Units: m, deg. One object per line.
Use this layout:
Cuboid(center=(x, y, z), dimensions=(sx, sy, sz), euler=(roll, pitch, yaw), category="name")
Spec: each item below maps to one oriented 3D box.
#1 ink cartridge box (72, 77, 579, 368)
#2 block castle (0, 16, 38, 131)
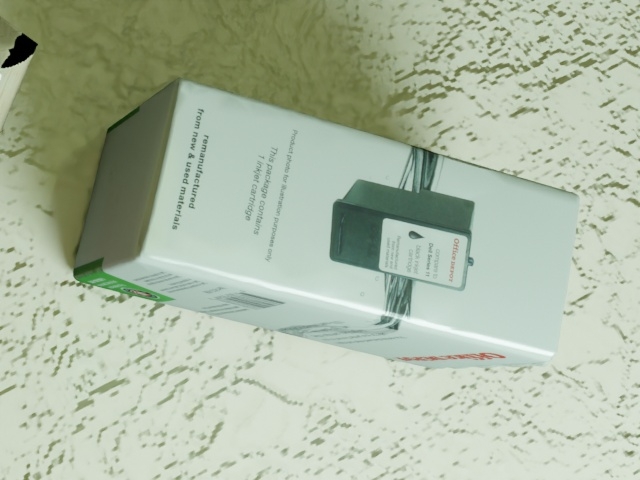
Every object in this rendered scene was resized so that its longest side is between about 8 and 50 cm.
Cuboid(center=(0.000, 0.000, 0.731), dimensions=(0.208, 0.153, 0.087), euler=(15, 80, -19), category="ink cartridge box")
Cuboid(center=(-0.317, 0.050, 0.510), dimensions=(0.303, 0.213, 0.453), euler=(27, 45, -10), category="block castle")
